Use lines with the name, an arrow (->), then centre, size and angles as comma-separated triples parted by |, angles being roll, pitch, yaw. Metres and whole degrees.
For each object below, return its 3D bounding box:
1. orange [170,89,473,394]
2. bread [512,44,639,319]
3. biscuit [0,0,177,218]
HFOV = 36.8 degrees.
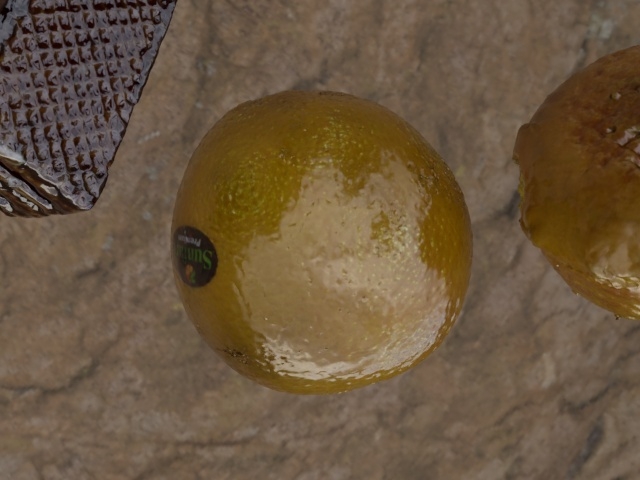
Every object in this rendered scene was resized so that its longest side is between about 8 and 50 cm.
orange -> 0.000, 0.000, 0.852 | 0.274, 0.274, 0.274 | -18, 124, -30
bread -> 0.289, -0.046, 0.791 | 0.268, 0.268, 0.145 | -43, 129, -11
biscuit -> -0.138, -0.199, 0.608 | 0.107, 0.073, 0.388 | 47, 50, -46
